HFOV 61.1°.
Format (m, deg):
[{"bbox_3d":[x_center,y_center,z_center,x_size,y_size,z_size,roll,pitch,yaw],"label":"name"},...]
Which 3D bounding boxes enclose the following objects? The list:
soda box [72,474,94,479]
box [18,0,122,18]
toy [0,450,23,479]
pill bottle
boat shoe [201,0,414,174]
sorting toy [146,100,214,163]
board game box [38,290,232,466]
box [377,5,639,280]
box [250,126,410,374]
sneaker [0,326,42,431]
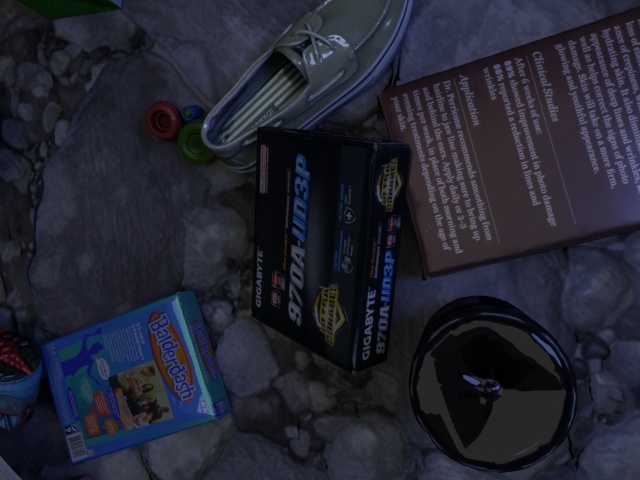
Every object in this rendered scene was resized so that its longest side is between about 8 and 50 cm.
[{"bbox_3d":[-0.243,0.415,0.653,0.263,0.083,0.092,38,97,13],"label":"soda box"},{"bbox_3d":[-0.349,-0.425,0.617,0.126,0.262,0.231,-2,89,14],"label":"box"},{"bbox_3d":[-0.434,0.290,0.668,0.237,0.056,0.137,36,96,12],"label":"toy"},{"bbox_3d":[0.150,0.114,0.499,0.122,0.219,0.123,-1,88,14],"label":"pill bottle"},{"bbox_3d":[-0.011,-0.192,0.613,0.109,0.094,0.302,44,98,11],"label":"boat shoe"},{"bbox_3d":[-0.167,-0.142,0.682,0.102,0.042,0.061,33,111,1],"label":"sorting toy"},{"bbox_3d":[-0.233,0.171,0.678,0.210,0.047,0.160,-20,83,13],"label":"board game box"},{"bbox_3d":[0.265,-0.098,0.523,0.381,0.143,0.191,-15,84,14],"label":"box"},{"bbox_3d":[0.000,0.000,0.558,0.175,0.051,0.220,20,111,45],"label":"box"},{"bbox_3d":[-0.469,0.165,0.705,0.261,0.104,0.125,20,115,27],"label":"sneaker"}]
